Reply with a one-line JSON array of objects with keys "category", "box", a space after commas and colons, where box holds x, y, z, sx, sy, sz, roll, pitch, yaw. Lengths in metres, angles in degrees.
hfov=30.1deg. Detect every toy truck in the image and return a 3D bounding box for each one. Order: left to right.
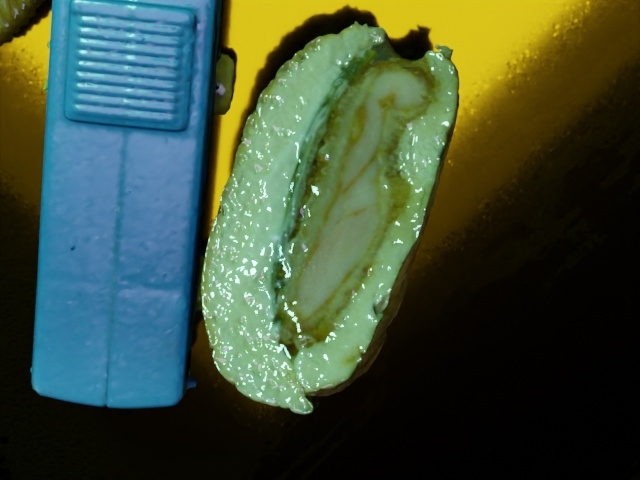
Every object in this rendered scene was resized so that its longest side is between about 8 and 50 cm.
[{"category": "toy truck", "box": [-0.164, -0.044, 1.001, 0.161, 0.162, 0.385, 6, 106, -4]}]

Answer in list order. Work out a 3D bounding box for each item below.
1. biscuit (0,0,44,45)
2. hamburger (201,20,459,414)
[{"category": "biscuit", "box": [-0.342, -0.289, 0.968, 0.305, 0.038, 0.305, 3, 107, 11]}, {"category": "hamburger", "box": [0.002, 0.002, 1.004, 0.162, 0.209, 0.330, 16, 69, 3]}]
